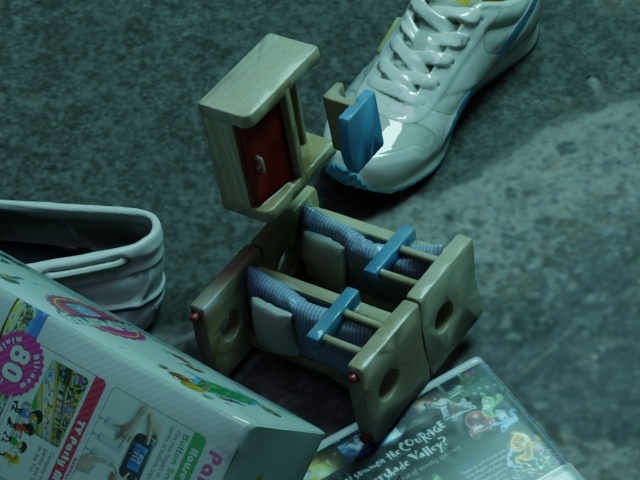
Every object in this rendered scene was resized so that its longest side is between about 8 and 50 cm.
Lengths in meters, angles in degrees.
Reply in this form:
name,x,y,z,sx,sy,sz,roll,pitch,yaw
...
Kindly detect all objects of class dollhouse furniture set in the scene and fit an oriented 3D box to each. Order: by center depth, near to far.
name,x,y,z,sx,sy,sz,roll,pitch,yaw
dollhouse furniture set,0.000,0.000,1.142,0.129,0.183,0.129,19,50,30

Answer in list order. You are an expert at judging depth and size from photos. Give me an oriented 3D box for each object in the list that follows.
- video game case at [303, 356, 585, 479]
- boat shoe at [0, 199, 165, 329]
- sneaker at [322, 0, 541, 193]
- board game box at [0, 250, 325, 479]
name,x,y,z,sx,sy,sz,roll,pitch,yaw
video game case,0.062,0.171,1.114,0.190,0.022,0.173,-27,53,-17
boat shoe,-0.226,0.003,1.209,0.258,0.084,0.095,0,40,-11
sneaker,0.073,-0.126,1.320,0.087,0.092,0.228,26,57,22
board game box,-0.183,0.134,1.047,0.303,0.097,0.224,27,94,26
